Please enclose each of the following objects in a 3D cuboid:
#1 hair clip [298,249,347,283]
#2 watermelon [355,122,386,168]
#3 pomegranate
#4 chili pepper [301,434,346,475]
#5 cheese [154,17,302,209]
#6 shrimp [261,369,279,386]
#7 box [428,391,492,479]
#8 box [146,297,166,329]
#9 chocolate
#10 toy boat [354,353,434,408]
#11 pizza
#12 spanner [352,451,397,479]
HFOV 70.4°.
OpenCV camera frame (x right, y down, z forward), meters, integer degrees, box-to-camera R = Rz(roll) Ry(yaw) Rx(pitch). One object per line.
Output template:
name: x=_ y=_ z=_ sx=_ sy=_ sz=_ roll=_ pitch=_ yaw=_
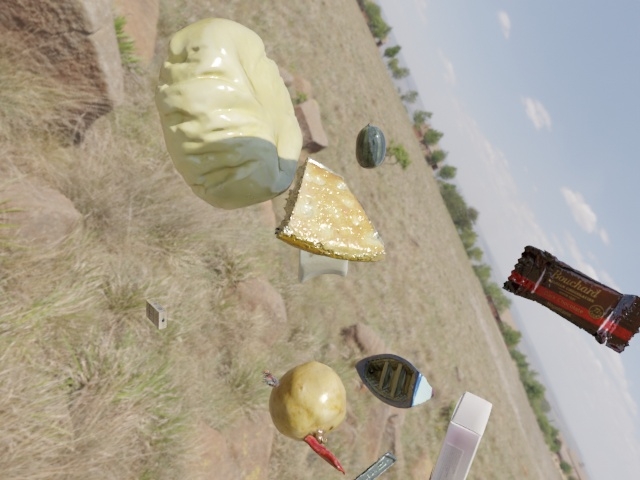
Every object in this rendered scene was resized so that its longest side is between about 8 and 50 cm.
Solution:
hair clip: x=0.003 y=0.010 z=1.506 sx=0.113 sy=0.172 sz=0.282 roll=-133 pitch=-143 yaw=-77
watermelon: x=0.122 y=-0.227 z=1.098 sx=0.078 sy=0.078 sz=0.111 roll=-71 pitch=164 yaw=-66
pomegranate: x=-0.042 y=0.582 z=1.657 sx=0.307 sy=0.307 sz=0.307 roll=55 pitch=21 yaw=-32
chili pepper: x=0.009 y=0.574 z=1.225 sx=0.178 sy=0.027 sz=0.045 roll=20 pitch=-30 yaw=48
cheese: x=-0.108 y=-0.159 z=0.561 sx=0.226 sy=0.117 sz=0.214 roll=-78 pitch=154 yaw=-48
shrimp: x=-0.136 y=0.366 z=1.206 sx=0.092 sy=0.029 sz=0.038 roll=63 pitch=4 yaw=-60
box: x=0.444 y=0.645 z=1.442 sx=0.203 sy=0.106 sz=0.252 roll=-15 pitch=121 yaw=-59
box: x=-0.445 y=0.197 z=1.226 sx=0.024 sy=0.083 sz=0.053 roll=-12 pitch=117 yaw=-44
chocolate: x=0.358 y=0.078 z=0.646 sx=0.182 sy=0.086 sz=0.028 roll=31 pitch=8 yaw=37
toy boat: x=0.120 y=0.236 z=0.777 sx=0.229 sy=0.045 sz=0.080 roll=156 pitch=-48 yaw=-71
pizza: x=0.019 y=-0.033 z=0.805 sx=0.204 sy=0.080 sz=0.188 roll=24 pitch=46 yaw=-21
spanner: x=0.050 y=0.613 z=1.073 sx=0.093 sy=0.325 sz=0.026 roll=51 pitch=1 yaw=0
